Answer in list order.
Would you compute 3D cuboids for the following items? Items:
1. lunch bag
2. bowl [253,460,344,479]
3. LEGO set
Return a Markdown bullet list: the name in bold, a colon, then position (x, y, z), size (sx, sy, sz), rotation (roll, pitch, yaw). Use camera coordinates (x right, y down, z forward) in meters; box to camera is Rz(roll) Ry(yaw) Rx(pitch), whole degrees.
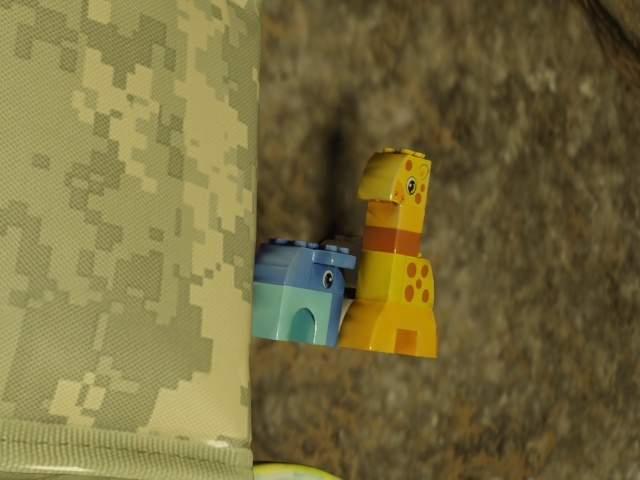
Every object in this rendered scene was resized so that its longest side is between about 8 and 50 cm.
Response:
- **lunch bag**: position (-0.165, -0.051, 0.460), size (0.287, 0.169, 0.235), rotation (14, 70, -38)
- **bowl**: position (-0.092, 0.213, 0.652), size (0.289, 0.156, 0.289), rotation (-12, 105, -54)
- **LEGO set**: position (0.000, 0.000, 0.816), size (0.227, 0.087, 0.093), rotation (12, 86, -57)
